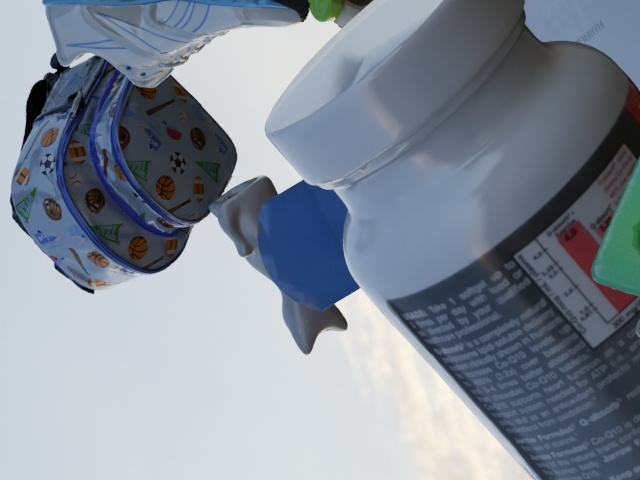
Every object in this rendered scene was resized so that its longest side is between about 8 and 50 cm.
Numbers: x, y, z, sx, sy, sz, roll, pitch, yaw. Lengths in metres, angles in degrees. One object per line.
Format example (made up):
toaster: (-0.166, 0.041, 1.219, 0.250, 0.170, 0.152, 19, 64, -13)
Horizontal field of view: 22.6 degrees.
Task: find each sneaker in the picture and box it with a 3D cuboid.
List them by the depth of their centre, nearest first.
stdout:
sneaker: (-0.097, -0.143, 1.073, 0.071, 0.190, 0.083, -46, -43, -61)

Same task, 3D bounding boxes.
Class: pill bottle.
pill bottle: (0.146, 0.009, 0.995, 0.363, 0.210, 0.210, 48, -157, -15)

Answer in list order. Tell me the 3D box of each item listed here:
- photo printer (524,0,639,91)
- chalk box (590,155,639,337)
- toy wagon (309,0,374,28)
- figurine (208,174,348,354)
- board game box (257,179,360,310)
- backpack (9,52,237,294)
photo printer: (0.276, -0.210, 1.445, 0.308, 0.107, 0.256, 67, 153, 9)
chalk box: (0.212, 0.016, 0.633, 0.132, 0.213, 0.132, -65, -26, -9)
toy wagon: (0.094, -0.343, 2.150, 0.267, 0.068, 0.344, -12, -120, -32)
figurine: (0.000, 0.000, 1.844, 0.215, 0.092, 0.209, -37, -80, -30)
board game box: (0.015, -0.009, 1.736, 0.133, 0.168, 0.033, 59, 180, -3)
backpack: (-0.246, -0.077, 1.984, 0.276, 0.213, 0.263, 42, -127, -25)
